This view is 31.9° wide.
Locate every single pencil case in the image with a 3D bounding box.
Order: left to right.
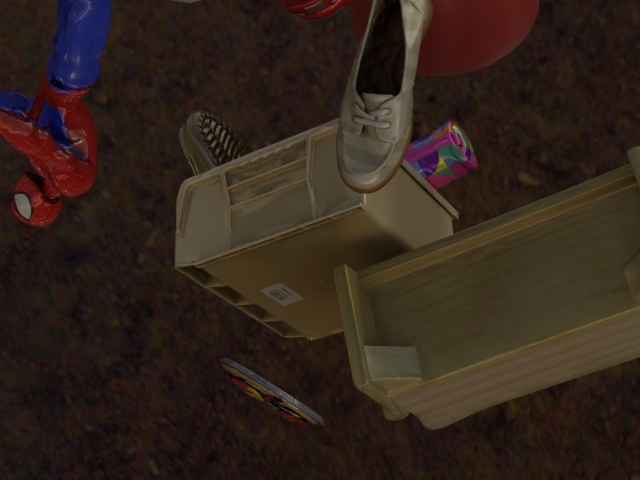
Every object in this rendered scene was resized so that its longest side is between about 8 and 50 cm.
[{"bbox_3d":[0.152,-0.115,1.933,0.236,0.104,0.104,-28,50,18],"label":"pencil case"}]

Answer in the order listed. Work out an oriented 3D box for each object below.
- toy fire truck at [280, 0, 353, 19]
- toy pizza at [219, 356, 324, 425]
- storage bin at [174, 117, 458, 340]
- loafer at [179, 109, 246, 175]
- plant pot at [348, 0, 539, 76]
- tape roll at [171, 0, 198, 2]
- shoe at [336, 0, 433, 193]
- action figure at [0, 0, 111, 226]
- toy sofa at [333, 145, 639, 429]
[{"bbox_3d":[-0.008,-0.254,0.862,0.047,0.135,0.192,-18,81,21],"label":"toy fire truck"},{"bbox_3d":[-0.083,0.253,1.817,0.201,0.201,0.032,27,79,27],"label":"toy pizza"},{"bbox_3d":[0.000,0.000,1.348,0.260,0.262,0.123,-19,57,25],"label":"storage bin"},{"bbox_3d":[-0.145,-0.069,1.665,0.092,0.268,0.102,-14,32,24],"label":"loafer"},{"bbox_3d":[0.151,-0.396,1.474,0.275,0.243,0.275,-5,58,9],"label":"plant pot"},{"bbox_3d":[-0.153,-0.355,1.136,0.072,0.219,0.219,15,58,30],"label":"tape roll"},{"bbox_3d":[0.055,-0.154,1.078,0.076,0.058,0.219,7,76,24],"label":"shoe"},{"bbox_3d":[-0.184,-0.127,0.679,0.139,0.280,0.091,7,34,-18],"label":"action figure"},{"bbox_3d":[0.210,0.061,1.173,0.362,0.177,0.150,-23,57,19],"label":"toy sofa"}]
